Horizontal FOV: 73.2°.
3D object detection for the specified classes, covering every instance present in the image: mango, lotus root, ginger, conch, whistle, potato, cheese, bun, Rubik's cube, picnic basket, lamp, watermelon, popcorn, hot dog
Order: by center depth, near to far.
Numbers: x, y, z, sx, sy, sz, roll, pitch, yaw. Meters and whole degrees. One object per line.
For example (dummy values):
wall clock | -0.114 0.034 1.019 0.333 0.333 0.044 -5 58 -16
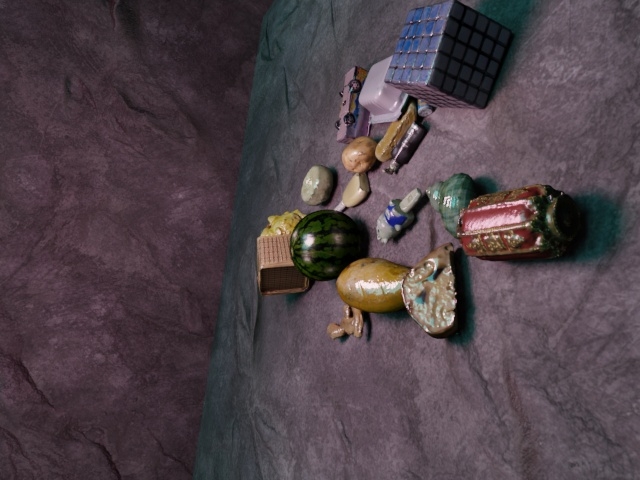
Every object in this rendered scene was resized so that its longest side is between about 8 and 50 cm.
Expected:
lamp | 0.455 -0.034 1.018 0.274 0.177 0.177 -9 71 58
conch | 0.384 -0.102 1.223 0.188 0.122 0.176 -109 16 -50
lotus root | 0.316 0.147 1.228 0.170 0.074 0.261 -14 67 25
Rubik's cube | 0.373 -0.542 1.289 0.237 0.238 0.237 42 117 60
mango | 0.198 0.154 1.435 0.329 0.175 0.176 9 111 43
whistle | 0.261 -0.084 1.469 0.244 0.092 0.110 -54 32 39
hot dog | 0.286 -0.392 1.567 0.242 0.073 0.084 -59 30 30
ginger | 0.102 0.306 1.648 0.258 0.065 0.149 -34 37 60
watermelon | 0.018 0.022 1.694 0.285 0.285 0.285 -33 51 53
potato | 0.156 -0.339 1.730 0.161 0.128 0.235 -46 15 -17
cheese | 0.118 -0.174 1.815 0.251 0.054 0.127 -46 38 46
picnic basket | -0.173 0.127 1.963 0.313 0.228 0.175 103 160 -58
bun | -0.006 -0.250 2.006 0.195 0.118 0.195 -42 38 45
popcorn | -0.155 -0.046 2.095 0.255 0.195 0.256 -16 20 16

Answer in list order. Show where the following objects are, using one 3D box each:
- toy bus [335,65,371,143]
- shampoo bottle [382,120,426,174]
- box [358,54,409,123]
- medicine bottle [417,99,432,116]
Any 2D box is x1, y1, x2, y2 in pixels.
toy bus | 0.150 -0.562 1.829 0.112 0.138 0.317 177 102 -67
shampoo bottle | 0.295 -0.324 1.534 0.208 0.063 0.057 -58 32 31
box | 0.244 -0.583 1.608 0.264 0.106 0.336 -67 18 7
medicine bottle | 0.362 -0.527 1.506 0.051 0.051 0.191 -30 53 54
